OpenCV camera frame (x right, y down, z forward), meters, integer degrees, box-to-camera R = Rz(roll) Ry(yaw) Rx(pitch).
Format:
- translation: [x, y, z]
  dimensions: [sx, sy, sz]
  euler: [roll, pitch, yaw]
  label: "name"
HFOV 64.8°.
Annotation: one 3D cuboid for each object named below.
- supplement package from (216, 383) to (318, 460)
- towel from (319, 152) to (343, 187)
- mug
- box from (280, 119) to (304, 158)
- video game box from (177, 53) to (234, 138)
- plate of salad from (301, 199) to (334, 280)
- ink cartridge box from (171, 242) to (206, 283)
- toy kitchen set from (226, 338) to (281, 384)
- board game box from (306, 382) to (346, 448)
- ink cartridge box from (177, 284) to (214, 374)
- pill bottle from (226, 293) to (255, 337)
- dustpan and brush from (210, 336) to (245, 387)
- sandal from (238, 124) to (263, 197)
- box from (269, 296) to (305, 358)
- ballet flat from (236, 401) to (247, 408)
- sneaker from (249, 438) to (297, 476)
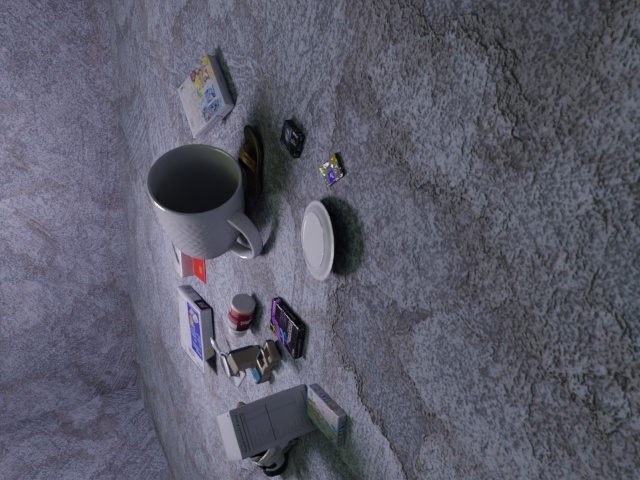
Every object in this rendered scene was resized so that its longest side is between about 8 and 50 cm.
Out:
- translation: [-0.157, 0.528, 1.467]
  dimensions: [0.134, 0.244, 0.139]
  euler: [-42, 63, 55]
  label: "supplement package"
- translation: [0.025, -0.165, 1.187]
  dimensions: [0.083, 0.009, 0.060]
  euler: [-31, 74, 57]
  label: "towel"
- translation: [-0.337, -0.069, 1.590]
  dimensions: [0.374, 0.276, 0.328]
  euler: [31, 150, 15]
  label: "mug"
- translation: [-0.074, -0.264, 1.310]
  dimensions: [0.083, 0.018, 0.067]
  euler: [55, 141, 35]
  label: "box"
- translation: [-0.381, -0.473, 1.665]
  dimensions: [0.187, 0.048, 0.205]
  euler: [-35, 69, 37]
  label: "video game box"
- translation: [0.000, 0.000, 1.244]
  dimensions: [0.200, 0.048, 0.200]
  euler: [177, 90, -67]
  label: "plate of salad"
- translation: [-0.577, 0.017, 2.168]
  dimensions: [0.261, 0.066, 0.296]
  euler: [26, 121, 54]
  label: "ink cartridge box"
- translation: [-0.241, 0.386, 1.637]
  dimensions: [0.122, 0.166, 0.207]
  euler: [61, 144, 28]
  label: "toy kitchen set"
- translation: [0.014, 0.479, 1.385]
  dimensions: [0.154, 0.026, 0.103]
  euler: [32, 125, 51]
  label: "board game box"
- translation: [-0.557, 0.391, 2.252]
  dimensions: [0.303, 0.072, 0.307]
  euler: [26, 123, 52]
  label: "ink cartridge box"
- translation: [-0.275, 0.262, 1.732]
  dimensions: [0.086, 0.086, 0.152]
  euler: [53, 141, 36]
  label: "pill bottle"
- translation: [-0.371, 0.465, 1.973]
  dimensions: [0.211, 0.060, 0.147]
  euler: [62, 145, 27]
  label: "dustpan and brush"
- translation: [-0.217, -0.232, 1.511]
  dimensions: [0.090, 0.060, 0.219]
  euler: [32, 125, 51]
  label: "sandal"
- translation: [-0.101, 0.260, 1.503]
  dimensions: [0.162, 0.029, 0.116]
  euler: [38, 130, 46]
  label: "box"
- translation: [-0.241, 0.670, 1.837]
  dimensions: [0.067, 0.073, 0.206]
  euler: [-43, 62, 23]
  label: "ballet flat"
- translation: [-0.181, 0.688, 1.657]
  dimensions: [0.122, 0.146, 0.330]
  euler: [51, 140, 36]
  label: "sneaker"
